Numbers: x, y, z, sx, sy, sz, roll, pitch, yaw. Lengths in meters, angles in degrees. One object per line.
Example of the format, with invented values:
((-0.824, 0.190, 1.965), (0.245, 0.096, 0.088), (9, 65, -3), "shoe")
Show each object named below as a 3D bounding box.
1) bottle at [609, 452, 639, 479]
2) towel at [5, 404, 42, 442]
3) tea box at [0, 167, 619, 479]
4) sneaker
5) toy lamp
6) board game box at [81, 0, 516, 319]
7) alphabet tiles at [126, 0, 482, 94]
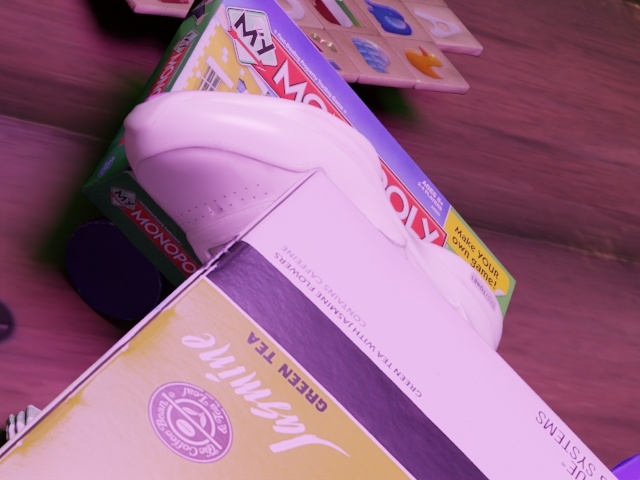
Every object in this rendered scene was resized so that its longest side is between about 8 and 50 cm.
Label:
((0.260, 0.284, 1.235), (0.118, 0.092, 0.283), (-19, 70, -49), "bottle")
((-0.120, 0.156, 1.022), (0.113, 0.023, 0.152), (26, 19, -25), "towel")
((-0.018, 0.205, 0.784), (0.329, 0.220, 0.323), (46, 38, 1), "tea box")
((0.002, 0.028, 1.067), (0.305, 0.114, 0.152), (40, 46, -30), "sneaker")
((-0.068, -0.043, 1.245), (0.080, 0.080, 0.274), (44, 38, -1), "toy lamp")
((0.000, 0.000, 1.210), (0.317, 0.046, 0.213), (47, 43, -24), "board game box")
((-0.038, -0.212, 1.422), (0.343, 0.011, 0.285), (1, 41, -40), "alphabet tiles")
